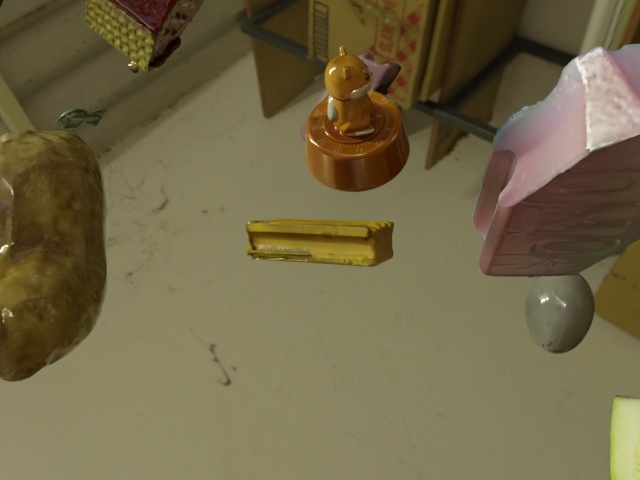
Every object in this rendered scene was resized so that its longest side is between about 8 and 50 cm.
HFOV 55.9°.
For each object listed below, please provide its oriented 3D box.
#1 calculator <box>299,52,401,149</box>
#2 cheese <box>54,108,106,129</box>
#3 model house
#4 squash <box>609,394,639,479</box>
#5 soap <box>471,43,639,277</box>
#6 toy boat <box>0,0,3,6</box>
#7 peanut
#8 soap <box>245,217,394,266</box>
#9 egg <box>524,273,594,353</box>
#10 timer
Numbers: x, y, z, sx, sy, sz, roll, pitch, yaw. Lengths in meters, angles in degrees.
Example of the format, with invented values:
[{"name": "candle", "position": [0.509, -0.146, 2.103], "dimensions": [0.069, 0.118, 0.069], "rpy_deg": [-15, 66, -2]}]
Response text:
[{"name": "calculator", "position": [0.056, -0.338, 1.479], "dimensions": [0.294, 0.194, 0.043], "rpy_deg": [-49, -52, 3]}, {"name": "cheese", "position": [-0.548, -0.278, 1.371], "dimensions": [0.067, 0.026, 0.120], "rpy_deg": [-39, -9, 35]}, {"name": "model house", "position": [-0.417, -0.529, 1.390], "dimensions": [0.254, 0.196, 0.160], "rpy_deg": [-53, 2, 17]}, {"name": "squash", "position": [0.565, 0.396, 1.004], "dimensions": [0.155, 0.204, 0.237], "rpy_deg": [-31, 6, -13]}, {"name": "soap", "position": [0.296, -0.070, 0.694], "dimensions": [0.324, 0.193, 0.109], "rpy_deg": [81, -172, -61]}, {"name": "toy boat", "position": [-0.494, -0.437, 0.995], "dimensions": [0.099, 0.108, 0.293], "rpy_deg": [46, -119, -24]}, {"name": "peanut", "position": [-0.256, 0.002, 0.538], "dimensions": [0.122, 0.253, 0.137], "rpy_deg": [-11, -23, -2]}, {"name": "soap", "position": [-0.001, 0.000, 1.441], "dimensions": [0.204, 0.324, 0.096], "rpy_deg": [-11, -77, -69]}, {"name": "egg", "position": [0.535, 0.155, 1.354], "dimensions": [0.146, 0.146, 0.199], "rpy_deg": [53, -129, -60]}, {"name": "timer", "position": [0.037, -0.152, 0.703], "dimensions": [0.132, 0.132, 0.152], "rpy_deg": [-46, -29, -21]}]
